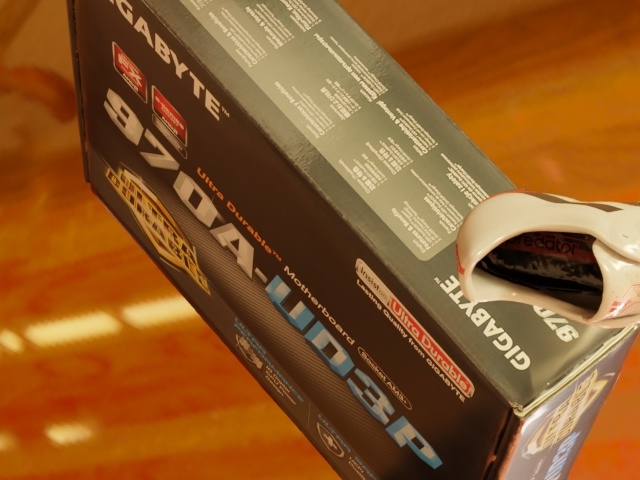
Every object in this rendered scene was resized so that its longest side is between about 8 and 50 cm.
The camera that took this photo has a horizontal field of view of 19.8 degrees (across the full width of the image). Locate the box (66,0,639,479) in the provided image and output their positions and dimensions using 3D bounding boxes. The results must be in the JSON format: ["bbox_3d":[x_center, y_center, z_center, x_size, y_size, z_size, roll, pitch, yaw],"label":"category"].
[{"bbox_3d":[0.000,0.000,0.612,0.220,0.051,0.175,48,159,19],"label":"box"}]

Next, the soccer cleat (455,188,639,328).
[{"bbox_3d":[0.067,0.005,0.357,0.083,0.035,0.029,5,111,14],"label":"soccer cleat"}]
